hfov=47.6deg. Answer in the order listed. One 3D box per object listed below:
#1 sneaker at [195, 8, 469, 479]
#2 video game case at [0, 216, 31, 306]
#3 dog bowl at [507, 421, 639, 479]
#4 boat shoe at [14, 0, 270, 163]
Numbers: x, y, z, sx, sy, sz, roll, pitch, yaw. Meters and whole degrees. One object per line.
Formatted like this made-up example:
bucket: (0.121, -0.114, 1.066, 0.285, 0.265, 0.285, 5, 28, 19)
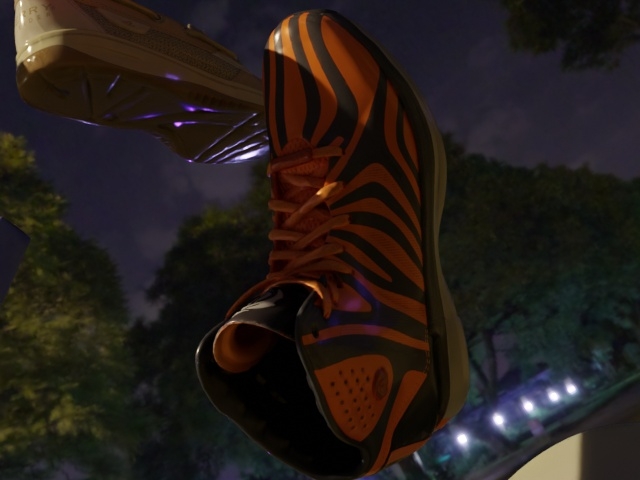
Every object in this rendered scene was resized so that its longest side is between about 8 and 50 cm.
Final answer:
sneaker: (0.000, 0.000, 0.470, 0.125, 0.320, 0.180, -18, -2, 37)
video game case: (-0.537, 0.108, 0.972, 0.245, 0.269, 0.061, -10, -38, 28)
dog bowl: (0.232, 0.278, 0.578, 0.265, 0.104, 0.265, -42, 10, 9)
boat shoe: (-0.114, -0.137, 0.607, 0.109, 0.098, 0.302, -22, -17, 31)
